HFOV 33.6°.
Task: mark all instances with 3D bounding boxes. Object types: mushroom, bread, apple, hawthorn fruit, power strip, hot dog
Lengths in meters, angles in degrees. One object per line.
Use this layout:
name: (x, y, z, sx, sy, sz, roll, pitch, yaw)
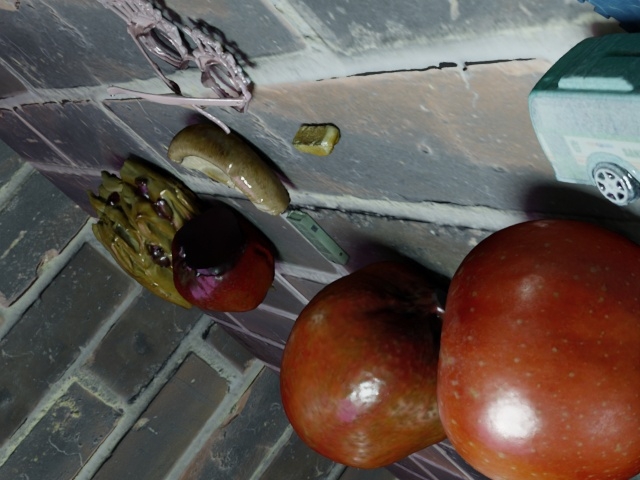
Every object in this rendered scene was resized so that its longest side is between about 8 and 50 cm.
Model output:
mushroom: (-0.133, -0.114, 1.542, 0.210, 0.072, 0.094, 28, 165, 23)
bread: (-0.348, -0.013, 2.167, 0.370, 0.191, 0.314, 22, 160, 52)
apple: (0.226, 0.111, 1.002, 0.217, 0.260, 0.260, 8, 158, 14)
hawthorn fruit: (-0.166, 0.046, 1.977, 0.189, 0.189, 0.251, 26, -178, 38)
hawthorn fruit: (0.076, 0.178, 1.488, 0.295, 0.311, 0.295, 49, -159, -26)
power strip: (0.000, 0.000, 1.692, 0.136, 0.019, 0.051, 46, 162, -31)
hot dog: (0.000, -0.119, 1.282, 0.034, 0.030, 0.090, 34, 169, -25)

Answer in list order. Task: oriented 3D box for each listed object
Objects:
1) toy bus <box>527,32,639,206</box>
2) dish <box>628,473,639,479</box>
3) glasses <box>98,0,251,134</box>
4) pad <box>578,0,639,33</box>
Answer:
toy bus: (0.245, -0.074, 0.664, 0.262, 0.091, 0.109, 14, 143, 57)
dish: (0.409, 0.249, 1.347, 0.236, 0.086, 0.228, 24, 162, 43)
glasses: (-0.189, -0.221, 1.298, 0.255, 0.095, 0.162, 31, 157, 17)
pad: (0.242, -0.158, 0.590, 0.270, 0.012, 0.269, 35, 166, 9)
